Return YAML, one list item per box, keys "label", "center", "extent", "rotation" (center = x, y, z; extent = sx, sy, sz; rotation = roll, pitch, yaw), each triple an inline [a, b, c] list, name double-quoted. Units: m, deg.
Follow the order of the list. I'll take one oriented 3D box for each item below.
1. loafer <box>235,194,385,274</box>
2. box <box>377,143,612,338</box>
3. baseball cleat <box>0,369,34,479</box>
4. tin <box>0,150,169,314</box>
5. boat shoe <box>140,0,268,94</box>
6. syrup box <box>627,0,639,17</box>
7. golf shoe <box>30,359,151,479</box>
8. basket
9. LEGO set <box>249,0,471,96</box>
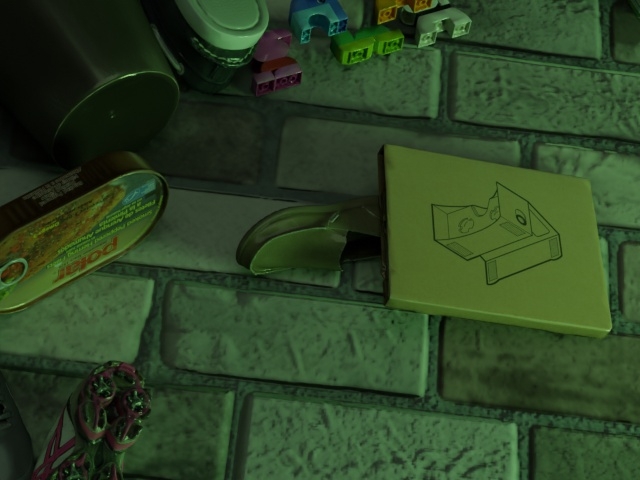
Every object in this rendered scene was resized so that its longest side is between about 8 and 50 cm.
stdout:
- label: "loafer"
  center: [0.000, 0.000, 1.374]
  extent: [0.148, 0.056, 0.050]
  rotation: [-17, 53, -17]
- label: "box"
  center: [0.148, -0.001, 1.388]
  extent: [0.201, 0.021, 0.164]
  rotation: [9, 55, -14]
- label: "baseball cleat"
  center: [-0.279, 0.102, 1.240]
  extent: [0.072, 0.109, 0.206]
  rotation: [-21, 62, -29]
- label: "tin"
  center: [-0.213, -0.007, 1.328]
  extent: [0.190, 0.106, 0.040]
  rotation: [-30, 56, -25]
- label: "boat shoe"
  center: [-0.142, -0.272, 1.525]
  extent: [0.114, 0.091, 0.302]
  rotation: [2, 51, -29]
- label: "syrup box"
  center: [0.321, -0.348, 1.625]
  extent: [0.093, 0.096, 0.237]
  rotation: [-15, 57, -14]
- label: "golf shoe"
  center: [-0.185, 0.184, 1.217]
  extent: [0.067, 0.086, 0.186]
  rotation: [32, 51, -15]
- label: "basket"
  center: [-0.235, -0.186, 1.426]
  extent: [0.204, 0.154, 0.227]
  rotation: [-28, 66, -21]
- label: "LEGO set"
  center: [0.027, -0.227, 1.516]
  extent: [0.227, 0.087, 0.093]
  rotation: [-18, 59, -19]
